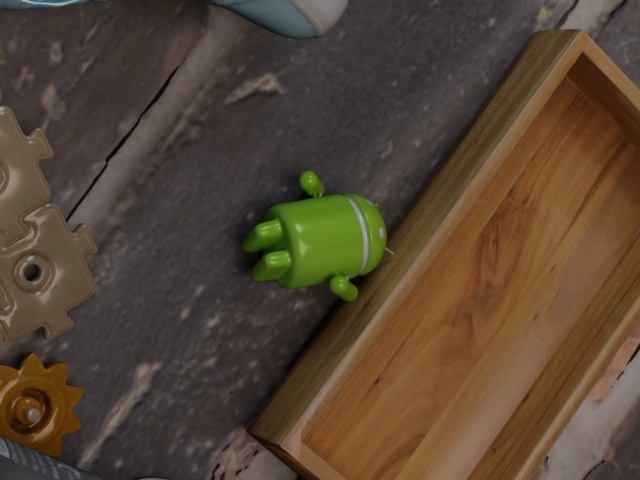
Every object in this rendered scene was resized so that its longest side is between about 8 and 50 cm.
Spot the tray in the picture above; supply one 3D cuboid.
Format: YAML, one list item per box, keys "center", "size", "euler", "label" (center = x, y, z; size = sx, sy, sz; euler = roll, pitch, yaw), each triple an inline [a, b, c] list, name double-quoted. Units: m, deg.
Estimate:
- center: [0.141, 0.051, 1.460]
  size: [0.203, 0.076, 0.411]
  euler: [42, 76, -24]
  label: "tray"

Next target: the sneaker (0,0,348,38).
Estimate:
- center: [-0.159, -0.210, 1.256]
  size: [0.366, 0.135, 0.150]
  euler: [29, 92, -19]
  label: "sneaker"

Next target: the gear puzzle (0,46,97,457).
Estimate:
- center: [-0.255, 0.010, 1.282]
  size: [0.175, 0.044, 0.339]
  euler: [-32, 113, -21]
  label: "gear puzzle"

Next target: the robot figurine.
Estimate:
- center: [0.000, 0.000, 1.391]
  size: [0.115, 0.067, 0.101]
  euler: [-10, 72, -25]
  label: "robot figurine"

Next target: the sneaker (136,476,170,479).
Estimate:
- center: [-0.133, 0.327, 1.338]
  size: [0.107, 0.124, 0.283]
  euler: [6, 95, -27]
  label: "sneaker"

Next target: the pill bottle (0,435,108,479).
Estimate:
- center: [-0.260, 0.203, 1.230]
  size: [0.283, 0.161, 0.161]
  euler: [27, 85, -29]
  label: "pill bottle"
